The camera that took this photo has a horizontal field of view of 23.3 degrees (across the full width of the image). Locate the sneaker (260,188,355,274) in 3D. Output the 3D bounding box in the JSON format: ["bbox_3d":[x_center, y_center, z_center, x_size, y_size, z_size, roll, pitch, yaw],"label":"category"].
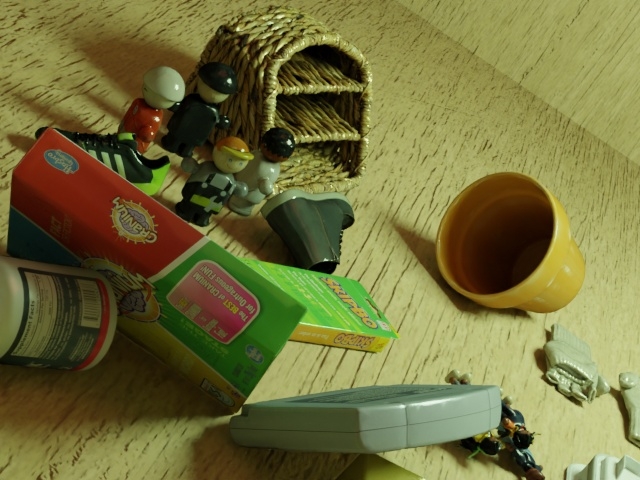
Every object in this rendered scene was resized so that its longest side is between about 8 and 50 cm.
[{"bbox_3d":[0.000,0.000,2.155,0.118,0.083,0.222,62,23,14],"label":"sneaker"}]

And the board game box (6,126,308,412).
[{"bbox_3d":[-0.180,0.039,1.619,0.316,0.242,0.064,35,66,2],"label":"board game box"}]

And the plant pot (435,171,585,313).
[{"bbox_3d":[0.310,0.023,2.386,0.188,0.205,0.205,33,16,-49],"label":"plant pot"}]

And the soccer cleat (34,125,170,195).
[{"bbox_3d":[-0.277,-0.115,1.981,0.179,0.072,0.060,24,24,-24],"label":"soccer cleat"}]

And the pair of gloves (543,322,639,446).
[{"bbox_3d":[0.440,0.218,2.341,0.240,0.042,0.204,34,22,3],"label":"pair of gloves"}]

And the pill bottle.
[{"bbox_3d":[-0.302,0.070,1.527,0.180,0.108,0.108,11,32,-44],"label":"pill bottle"}]

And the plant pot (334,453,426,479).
[{"bbox_3d":[0.056,0.287,1.625,0.081,0.081,0.083,28,38,-15],"label":"plant pot"}]

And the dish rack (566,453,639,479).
[{"bbox_3d":[0.439,0.399,1.938,0.286,0.072,0.333,34,23,-2],"label":"dish rack"}]

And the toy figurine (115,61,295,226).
[{"bbox_3d":[-0.152,-0.137,2.100,0.209,0.148,0.213,42,23,19],"label":"toy figurine"}]

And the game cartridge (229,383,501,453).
[{"bbox_3d":[0.066,0.194,1.708,0.198,0.062,0.297,2,1,36],"label":"game cartridge"}]

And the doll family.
[{"bbox_3d":[0.226,0.243,1.956,0.193,0.076,0.111,23,20,-33],"label":"doll family"}]

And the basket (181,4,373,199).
[{"bbox_3d":[-0.029,-0.212,2.339,0.223,0.213,0.299,43,24,22],"label":"basket"}]

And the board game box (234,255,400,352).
[{"bbox_3d":[-0.017,0.083,1.992,0.259,0.039,0.124,9,34,-41],"label":"board game box"}]
